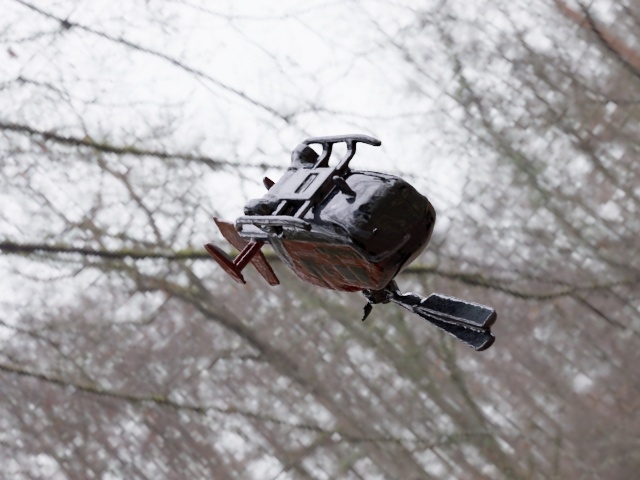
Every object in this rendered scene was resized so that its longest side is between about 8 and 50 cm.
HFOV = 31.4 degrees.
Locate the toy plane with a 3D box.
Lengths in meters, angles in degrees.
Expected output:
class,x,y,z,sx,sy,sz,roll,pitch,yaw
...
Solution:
class,x,y,z,sx,sy,sz,roll,pitch,yaw
toy plane,0.000,0.000,0.371,0.060,0.145,0.037,48,-111,-23
